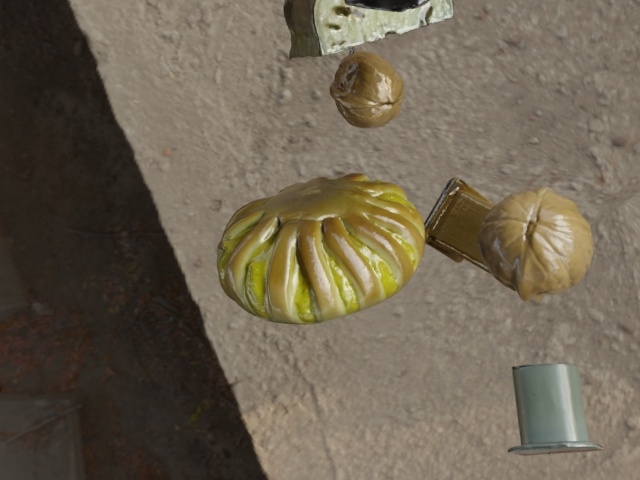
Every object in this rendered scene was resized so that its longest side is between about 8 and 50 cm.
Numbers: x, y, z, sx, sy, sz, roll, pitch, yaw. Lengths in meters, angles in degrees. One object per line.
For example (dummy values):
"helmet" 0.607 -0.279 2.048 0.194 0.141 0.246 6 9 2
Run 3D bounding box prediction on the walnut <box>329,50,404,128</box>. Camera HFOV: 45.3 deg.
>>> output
"walnut" 0.092 -0.304 1.566 0.166 0.149 0.166 36 136 45

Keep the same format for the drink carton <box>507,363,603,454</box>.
"drink carton" 0.506 0.371 1.676 0.185 0.191 0.189 -8 70 28

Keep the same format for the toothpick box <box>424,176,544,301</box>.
"toothpick box" 0.431 0.004 1.887 0.308 0.190 0.187 35 95 48

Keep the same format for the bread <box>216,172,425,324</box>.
"bread" 0.000 0.000 0.761 0.213 0.213 0.105 5 120 21

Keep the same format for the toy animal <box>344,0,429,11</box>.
"toy animal" 0.041 -0.286 0.580 0.138 0.166 0.179 -27 122 18

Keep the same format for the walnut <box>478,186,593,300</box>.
"walnut" 0.425 0.011 1.518 0.225 0.261 0.225 -8 65 18

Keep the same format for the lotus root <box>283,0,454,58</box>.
"lotus root" 0.053 -0.426 1.365 0.267 0.260 0.149 -20 112 -18
